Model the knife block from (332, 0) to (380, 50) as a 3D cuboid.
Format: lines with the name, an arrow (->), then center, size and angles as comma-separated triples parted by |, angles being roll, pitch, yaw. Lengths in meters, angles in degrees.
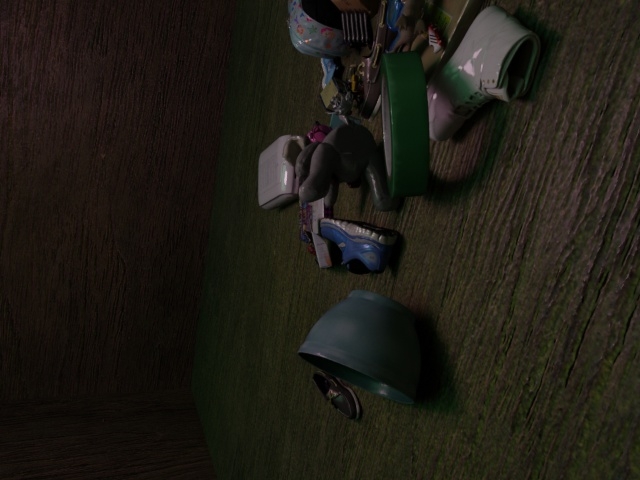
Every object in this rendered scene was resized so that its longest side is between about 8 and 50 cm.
knife block -> 0.124, -0.670, 1.339 | 0.088, 0.242, 0.275 | 15, 95, 28

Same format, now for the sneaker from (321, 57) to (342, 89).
sneaker -> 0.049, -0.581, 1.671 | 0.073, 0.064, 0.161 | -8, 83, 47

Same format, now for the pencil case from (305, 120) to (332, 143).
pencil case -> -0.033, -0.334, 1.742 | 0.209, 0.098, 0.095 | -31, 76, 63

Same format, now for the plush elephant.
plush elephant -> 0.041, -0.211, 1.395 | 0.255, 0.272, 0.329 | 138, 129, -69

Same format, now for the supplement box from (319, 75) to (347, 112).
supplement box -> 0.049, -0.474, 1.618 | 0.083, 0.056, 0.083 | -49, 43, 33

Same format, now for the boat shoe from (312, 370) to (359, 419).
boat shoe -> 0.045, 0.471, 1.509 | 0.228, 0.069, 0.081 | -144, 61, -61

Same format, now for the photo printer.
photo printer -> -0.157, -0.273, 1.991 | 0.308, 0.107, 0.255 | 162, 109, -63

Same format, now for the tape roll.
tape roll -> 0.186, -0.258, 1.121 | 0.321, 0.077, 0.320 | -5, -90, -86

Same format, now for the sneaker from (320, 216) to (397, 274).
sneaker -> 0.087, 0.017, 1.411 | 0.330, 0.130, 0.147 | 24, 106, 63

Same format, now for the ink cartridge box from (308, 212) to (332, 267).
ink cartridge box -> 0.000, 0.000, 1.593 | 0.145, 0.045, 0.179 | 74, -174, -87

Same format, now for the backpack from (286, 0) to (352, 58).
backpack -> 0.010, -0.685, 1.549 | 0.191, 0.225, 0.253 | 119, 147, -45

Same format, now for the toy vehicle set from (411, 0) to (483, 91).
toy vehicle set -> 0.282, -0.503, 1.167 | 0.165, 0.035, 0.266 | -113, 36, -44

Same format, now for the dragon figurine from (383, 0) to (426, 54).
dragon figurine -> 0.205, -0.538, 1.164 | 0.144, 0.085, 0.288 | -127, 43, -81

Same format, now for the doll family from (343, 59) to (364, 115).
doll family -> 0.105, -0.450, 1.477 | 0.193, 0.076, 0.111 | 76, -165, -79

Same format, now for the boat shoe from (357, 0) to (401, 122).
boat shoe -> 0.156, -0.482, 1.323 | 0.116, 0.097, 0.324 | -79, 7, -64

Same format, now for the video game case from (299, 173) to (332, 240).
video game case -> -0.019, -0.126, 1.755 | 0.210, 0.042, 0.231 | 163, 108, -63

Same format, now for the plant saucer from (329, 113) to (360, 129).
plant saucer -> 0.075, -0.378, 1.616 | 0.192, 0.018, 0.067 | 44, 127, 57

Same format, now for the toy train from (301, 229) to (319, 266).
toy train -> -0.024, 0.031, 1.697 | 0.158, 0.036, 0.027 | 59, 152, 20

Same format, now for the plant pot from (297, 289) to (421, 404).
plant pot -> 0.116, 0.240, 1.188 | 0.293, 0.293, 0.196 | -20, 43, 63

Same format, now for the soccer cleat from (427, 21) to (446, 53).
soccer cleat -> 0.260, -0.465, 1.133 | 0.035, 0.029, 0.083 | -49, 49, 47

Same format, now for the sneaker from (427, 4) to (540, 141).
sneaker -> 0.313, -0.299, 0.992 | 0.169, 0.108, 0.292 | -110, 35, -46
